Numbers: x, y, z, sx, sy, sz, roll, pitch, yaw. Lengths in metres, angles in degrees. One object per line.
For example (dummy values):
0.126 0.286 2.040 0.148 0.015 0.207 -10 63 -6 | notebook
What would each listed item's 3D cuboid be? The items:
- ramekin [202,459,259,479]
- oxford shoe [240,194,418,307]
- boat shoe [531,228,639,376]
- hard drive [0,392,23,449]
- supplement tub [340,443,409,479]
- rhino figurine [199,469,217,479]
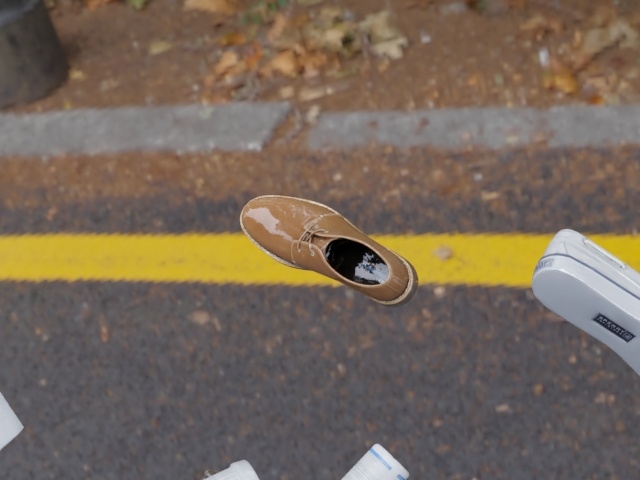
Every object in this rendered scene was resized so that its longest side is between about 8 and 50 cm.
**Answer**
-0.121 0.417 1.904 0.109 0.207 0.207 -18 35 -13 | ramekin
0.000 0.000 1.435 0.212 0.076 0.076 23 87 25 | oxford shoe
0.354 0.084 1.519 0.267 0.096 0.088 32 53 -2 | boat shoe
-0.537 0.167 1.656 0.233 0.353 0.047 -42 32 -28 | hard drive
0.072 0.360 2.037 0.107 0.071 0.071 -45 41 -5 | supplement tub
-0.118 0.469 2.105 0.106 0.243 0.073 -48 0 17 | rhino figurine
